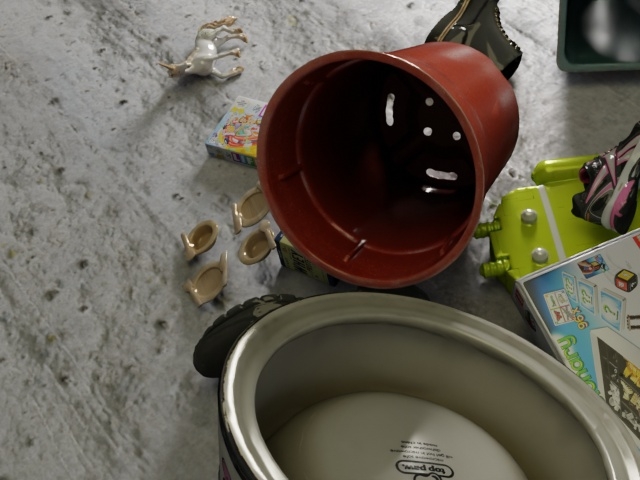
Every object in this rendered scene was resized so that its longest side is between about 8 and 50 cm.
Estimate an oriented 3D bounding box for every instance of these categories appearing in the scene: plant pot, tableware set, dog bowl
[{"bbox_3d":[0.106,-0.116,1.201,0.272,0.273,0.265,17,26,21],"label":"plant pot"},{"bbox_3d":[-0.118,0.002,1.292,0.168,0.020,0.141,-34,42,14],"label":"tableware set"},{"bbox_3d":[0.462,-0.408,1.413,0.247,0.248,0.252,1,37,12],"label":"plant pot"},{"bbox_3d":[0.089,0.224,0.940,0.407,0.150,0.408,13,29,-7],"label":"dog bowl"}]

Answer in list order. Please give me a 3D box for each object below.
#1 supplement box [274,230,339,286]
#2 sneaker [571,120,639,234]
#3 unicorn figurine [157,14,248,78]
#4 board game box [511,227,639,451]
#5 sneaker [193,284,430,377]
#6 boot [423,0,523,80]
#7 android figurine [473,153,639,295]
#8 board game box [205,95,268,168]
[{"bbox_3d":[0.000,0.000,1.282,0.083,0.056,0.083,22,59,24],"label":"supplement box"},{"bbox_3d":[0.357,-0.088,1.217,0.077,0.072,0.178,14,47,29],"label":"sneaker"},{"bbox_3d":[-0.174,-0.288,1.546,0.111,0.060,0.162,-3,36,8],"label":"unicorn figurine"},{"bbox_3d":[0.360,0.142,1.071,0.192,0.053,0.305,-21,64,-6],"label":"board game box"},{"bbox_3d":[-0.007,0.131,1.156,0.286,0.109,0.130,-11,57,4],"label":"sneaker"},{"bbox_3d":[0.262,-0.314,1.482,0.137,0.077,0.198,31,76,24],"label":"boot"},{"bbox_3d":[0.324,-0.003,1.231,0.272,0.056,0.248,-6,52,3],"label":"android figurine"},{"bbox_3d":[-0.073,-0.148,1.431,0.154,0.026,0.103,16,56,21],"label":"board game box"}]
